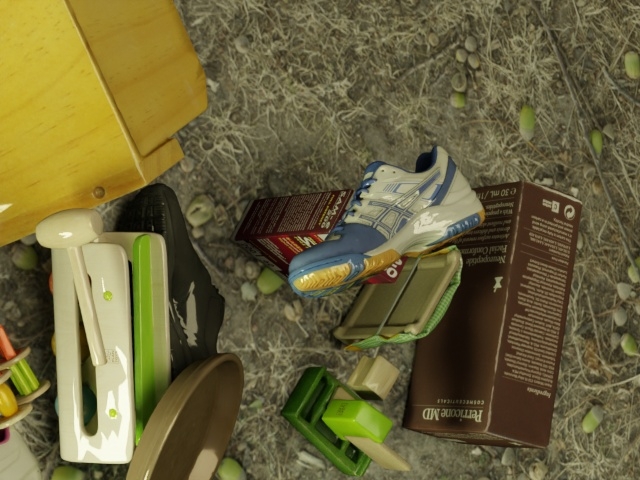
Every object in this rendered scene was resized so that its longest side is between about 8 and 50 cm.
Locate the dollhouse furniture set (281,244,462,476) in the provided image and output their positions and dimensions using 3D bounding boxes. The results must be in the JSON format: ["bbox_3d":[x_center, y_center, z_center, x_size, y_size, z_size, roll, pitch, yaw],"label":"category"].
[{"bbox_3d":[0.115,0.174,2.090,0.151,0.198,0.301,43,64,-24],"label":"dollhouse furniture set"}]

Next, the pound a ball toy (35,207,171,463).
[{"bbox_3d":[-0.286,0.111,1.796,0.208,0.136,0.319,-22,111,-70],"label":"pound a ball toy"}]

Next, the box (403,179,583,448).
[{"bbox_3d":[0.258,0.112,2.208,0.143,0.191,0.381,17,76,-34],"label":"box"}]

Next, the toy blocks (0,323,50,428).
[{"bbox_3d":[-0.396,0.139,1.779,0.148,0.054,0.123,63,15,-13],"label":"toy blocks"}]

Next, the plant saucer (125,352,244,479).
[{"bbox_3d":[-0.177,0.267,1.875,0.278,0.041,0.277,-58,161,-33],"label":"plant saucer"}]

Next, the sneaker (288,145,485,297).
[{"bbox_3d":[0.065,-0.026,1.845,0.296,0.112,0.131,-23,84,-34],"label":"sneaker"}]

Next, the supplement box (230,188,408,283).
[{"bbox_3d":[0.000,0.000,1.993,0.130,0.239,0.073,38,66,-28],"label":"supplement box"}]

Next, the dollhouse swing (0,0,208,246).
[{"bbox_3d":[-0.346,-0.227,1.870,0.315,0.305,0.346,-22,104,7],"label":"dollhouse swing"}]

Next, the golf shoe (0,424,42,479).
[{"bbox_3d":[-0.449,0.297,1.711,0.306,0.115,0.140,-9,79,-56],"label":"golf shoe"}]

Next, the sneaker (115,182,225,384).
[{"bbox_3d":[-0.192,0.064,1.947,0.130,0.109,0.286,-12,101,-45],"label":"sneaker"}]
